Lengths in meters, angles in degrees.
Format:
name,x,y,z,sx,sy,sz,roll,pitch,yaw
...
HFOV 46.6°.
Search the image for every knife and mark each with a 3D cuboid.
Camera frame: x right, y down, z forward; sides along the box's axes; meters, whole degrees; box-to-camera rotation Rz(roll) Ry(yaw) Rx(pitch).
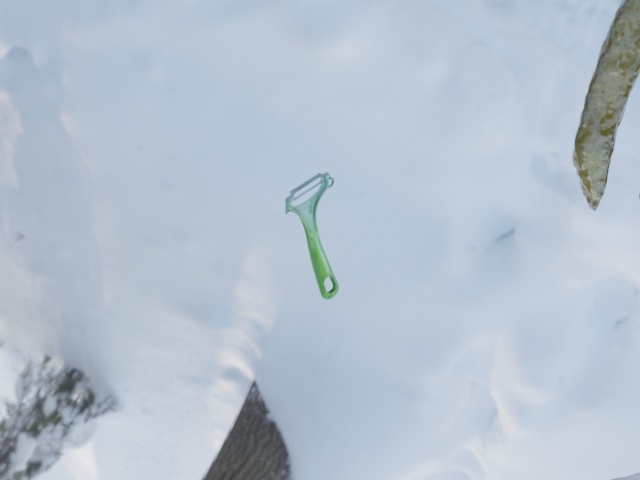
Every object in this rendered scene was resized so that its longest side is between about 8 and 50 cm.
name,x,y,z,sx,sy,sz,roll,pitch,yaw
knife,-0.002,-0.001,0.902,0.022,0.078,0.166,28,140,45

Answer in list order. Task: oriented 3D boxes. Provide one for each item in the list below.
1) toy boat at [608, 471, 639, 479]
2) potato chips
name,x,y,z,sx,sy,sz,roll,pitch,yaw
toy boat,0.139,0.115,0.271,0.069,0.059,0.173,-16,161,-2
potato chips,0.336,-0.203,0.786,0.080,0.057,0.407,15,126,3
